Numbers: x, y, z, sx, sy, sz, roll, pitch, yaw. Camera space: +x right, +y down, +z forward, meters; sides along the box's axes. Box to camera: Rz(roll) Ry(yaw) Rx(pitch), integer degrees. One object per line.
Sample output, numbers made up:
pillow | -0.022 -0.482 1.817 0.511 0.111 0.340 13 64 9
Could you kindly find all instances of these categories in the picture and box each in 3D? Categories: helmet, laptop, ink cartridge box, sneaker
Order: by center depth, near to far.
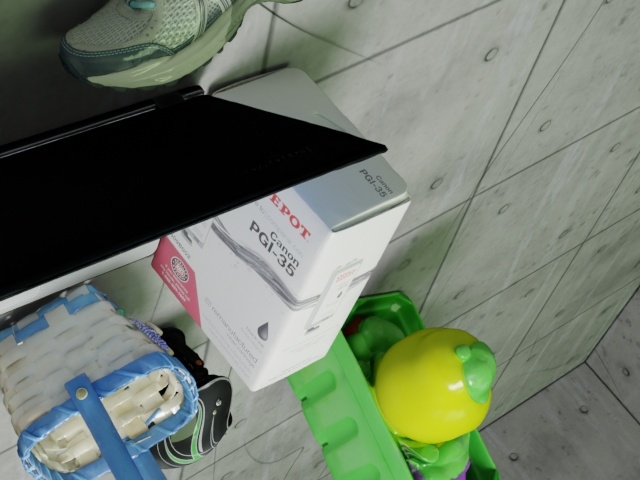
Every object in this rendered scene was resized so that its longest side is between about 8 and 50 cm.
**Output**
sneaker | -0.097 -0.230 0.991 0.283 0.110 0.122 -36 140 -16
laptop | -0.210 0.025 1.090 0.382 0.236 0.408 -23 153 -35
ink cartridge box | -0.052 -0.010 1.311 0.117 0.207 0.283 -24 153 -37
helmet | -0.194 0.212 1.583 0.169 0.169 0.162 -24 138 -34

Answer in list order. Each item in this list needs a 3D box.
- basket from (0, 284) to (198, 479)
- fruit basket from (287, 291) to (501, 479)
basket | -0.223 0.206 1.345 0.201 0.289 0.255 -27 161 -8
fruit basket | 0.157 0.238 1.914 0.283 0.392 0.392 -5 140 -55
